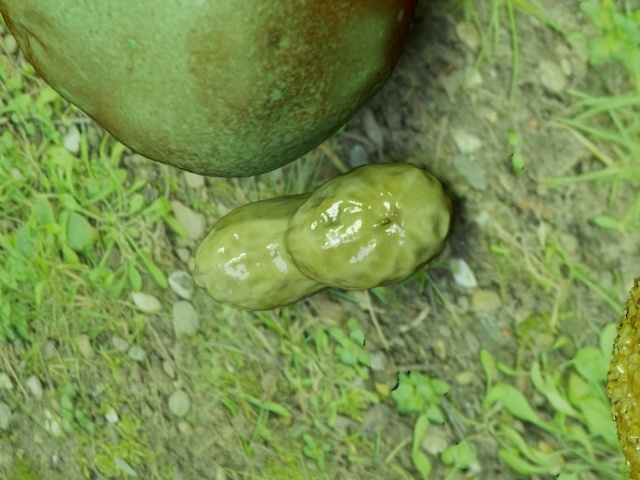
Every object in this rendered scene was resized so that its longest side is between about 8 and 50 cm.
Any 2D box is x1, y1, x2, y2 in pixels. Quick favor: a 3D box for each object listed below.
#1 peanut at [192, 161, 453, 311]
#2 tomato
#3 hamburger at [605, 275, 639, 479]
[{"bbox_3d":[0.000,0.000,1.065,0.229,0.103,0.098,-17,58,36],"label":"peanut"},{"bbox_3d":[-0.083,-0.193,0.939,0.303,0.239,0.304,16,124,25],"label":"tomato"},{"bbox_3d":[0.297,0.052,0.771,0.179,0.294,0.276,47,177,-24],"label":"hamburger"}]
